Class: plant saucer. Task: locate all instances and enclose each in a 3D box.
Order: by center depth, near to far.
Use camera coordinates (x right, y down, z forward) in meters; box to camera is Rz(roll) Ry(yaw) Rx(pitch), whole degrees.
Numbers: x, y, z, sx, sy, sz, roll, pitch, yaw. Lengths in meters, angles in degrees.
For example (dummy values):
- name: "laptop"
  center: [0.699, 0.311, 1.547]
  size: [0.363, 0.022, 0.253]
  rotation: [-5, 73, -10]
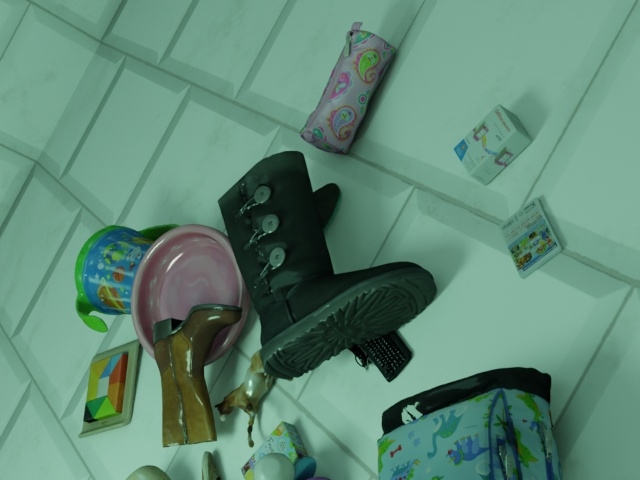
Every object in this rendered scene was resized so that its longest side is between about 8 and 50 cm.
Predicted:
- name: "plant saucer"
  center: [-0.287, 0.131, 2.204]
  size: [0.332, 0.084, 0.332]
  rotation: [-6, 78, 31]

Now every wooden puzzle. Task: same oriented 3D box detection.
- name: "wooden puzzle"
  center: [-0.548, 0.379, 2.473]
  size: [0.221, 0.044, 0.239]
  rotation: [-22, 52, 42]

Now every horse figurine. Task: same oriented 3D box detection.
- name: "horse figurine"
  center: [-0.126, 0.295, 1.980]
  size: [0.263, 0.066, 0.174]
  rotation: [-62, 22, 15]

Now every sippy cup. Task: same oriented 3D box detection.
- name: "sippy cup"
  center: [-0.457, 0.090, 2.411]
  size: [0.224, 0.240, 0.306]
  rotation: [10, 85, 41]

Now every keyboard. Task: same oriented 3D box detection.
- name: "keyboard"
  center: [0.094, 0.193, 1.810]
  size: [0.100, 0.038, 0.192]
  rotation: [-54, 36, 12]

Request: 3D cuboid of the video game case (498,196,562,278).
- name: "video game case"
  center: [0.356, -0.005, 1.635]
  size: [0.087, 0.011, 0.122]
  rotation: [-41, 41, 26]

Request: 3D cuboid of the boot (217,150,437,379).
- name: "boot"
  center: [-0.002, 0.001, 1.887]
  size: [0.367, 0.146, 0.445]
  rotation: [-27, 49, 13]

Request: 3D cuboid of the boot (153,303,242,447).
- name: "boot"
  center: [-0.256, 0.287, 2.041]
  size: [0.264, 0.096, 0.281]
  rotation: [-19, 68, 29]

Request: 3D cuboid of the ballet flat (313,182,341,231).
- name: "ballet flat"
  center: [-0.053, -0.011, 2.068]
  size: [0.095, 0.096, 0.281]
  rotation: [26, 89, 55]

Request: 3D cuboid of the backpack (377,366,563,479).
- name: "backpack"
  center: [0.217, 0.382, 1.391]
  size: [0.290, 0.273, 0.356]
  rotation: [-25, 62, 31]

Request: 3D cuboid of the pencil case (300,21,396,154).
- name: "pencil case"
  center: [0.058, -0.331, 2.115]
  size: [0.124, 0.124, 0.284]
  rotation: [21, 86, 54]

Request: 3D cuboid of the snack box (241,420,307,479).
- name: "snack box"
  center: [-0.090, 0.439, 1.878]
  size: [0.141, 0.037, 0.100]
  rotation: [-51, 39, 16]

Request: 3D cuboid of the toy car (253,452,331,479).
- name: "toy car"
  center: [-0.041, 0.467, 1.731]
  size: [0.136, 0.159, 0.182]
  rotation: [-12, 54, 4]

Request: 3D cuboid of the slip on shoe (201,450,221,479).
- name: "slip on shoe"
  center: [-0.228, 0.499, 2.010]
  size: [0.135, 0.041, 0.051]
  rotation: [-97, 6, -56]

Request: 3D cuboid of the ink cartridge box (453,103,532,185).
- name: "ink cartridge box"
  center: [0.315, -0.176, 1.759]
  size: [0.122, 0.052, 0.089]
  rotation: [-45, 39, 21]

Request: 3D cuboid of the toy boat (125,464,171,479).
- name: "toy boat"
  center: [-0.410, 0.628, 2.084]
  size: [0.318, 0.148, 0.268]
  rotation: [-14, 63, 37]
